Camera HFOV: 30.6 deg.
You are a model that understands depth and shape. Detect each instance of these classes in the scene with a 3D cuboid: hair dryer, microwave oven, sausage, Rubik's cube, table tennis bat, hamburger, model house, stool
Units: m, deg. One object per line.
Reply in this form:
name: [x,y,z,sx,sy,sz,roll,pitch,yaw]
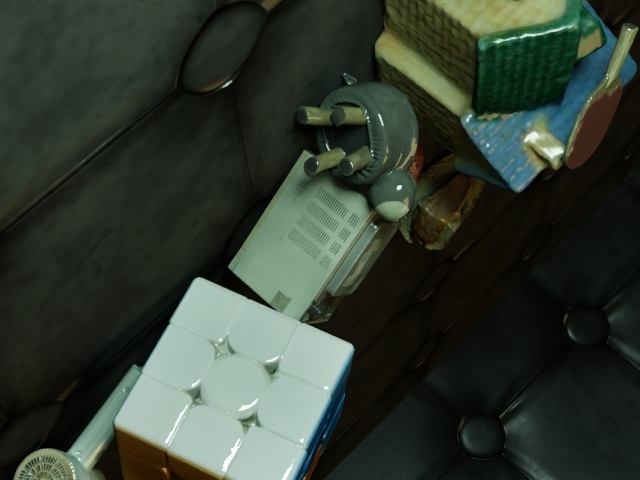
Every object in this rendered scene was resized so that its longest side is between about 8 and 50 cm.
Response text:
hair dryer: [-0.344,0.304,1.922,0.357,0.107,0.173,-52,163,-9]
microwave oven: [0.000,0.000,1.927,0.241,0.194,0.145,-56,162,15]
sausage: [0.149,-0.131,2.163,0.076,0.076,0.141,-32,151,-38]
Rubik's cube: [-0.137,0.287,1.897,0.292,0.291,0.290,100,16,-61]
table tennis bat: [0.414,-0.207,1.716,0.131,0.022,0.234,-26,140,-45]
hamburger: [0.250,-0.095,2.408,0.208,0.135,0.155,-56,180,-24]
model house: [0.296,-0.308,1.761,0.334,0.342,0.382,-44,159,-9]
stool: [0.067,-0.143,1.771,0.139,0.228,0.153,-16,149,-42]
